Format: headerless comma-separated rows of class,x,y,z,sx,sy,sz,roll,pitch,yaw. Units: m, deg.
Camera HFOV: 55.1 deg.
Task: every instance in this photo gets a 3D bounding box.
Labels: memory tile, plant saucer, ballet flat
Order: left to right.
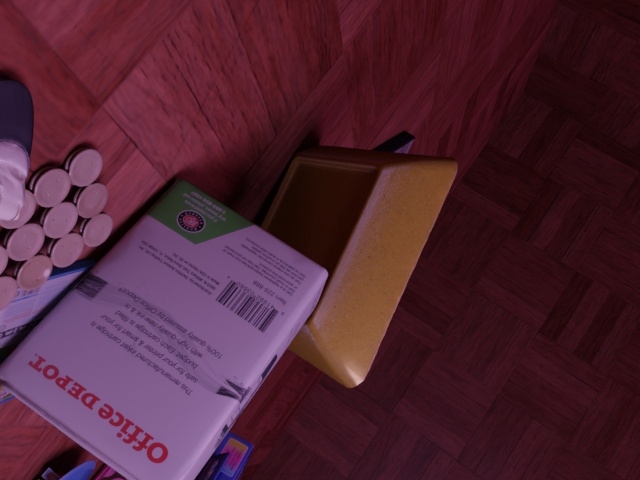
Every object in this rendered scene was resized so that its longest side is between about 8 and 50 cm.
ballet flat,-0.254,-0.017,0.436,0.203,0.074,0.074,-56,165,-3
memory tile,-0.250,-0.010,0.547,0.148,0.012,0.113,-44,151,-40
plant saucer,0.000,0.000,0.899,0.081,0.333,0.333,28,84,-35

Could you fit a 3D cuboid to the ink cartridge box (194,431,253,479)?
ink cartridge box,-0.294,0.597,1.392,0.270,0.151,0.395,-56,168,-48

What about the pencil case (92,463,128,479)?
pencil case,-0.328,0.398,1.053,0.209,0.098,0.095,-52,-151,-18

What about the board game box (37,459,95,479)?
board game box,-0.400,0.372,0.879,0.168,0.033,0.133,-49,169,-9

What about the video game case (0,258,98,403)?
video game case,-0.302,0.100,0.638,0.166,0.015,0.119,-62,165,19

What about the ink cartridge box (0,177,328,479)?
ink cartridge box,-0.160,0.106,0.677,0.289,0.211,0.121,-53,171,-29

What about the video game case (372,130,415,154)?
video game case,0.114,-0.118,1.464,0.275,0.035,0.248,-37,156,-52
